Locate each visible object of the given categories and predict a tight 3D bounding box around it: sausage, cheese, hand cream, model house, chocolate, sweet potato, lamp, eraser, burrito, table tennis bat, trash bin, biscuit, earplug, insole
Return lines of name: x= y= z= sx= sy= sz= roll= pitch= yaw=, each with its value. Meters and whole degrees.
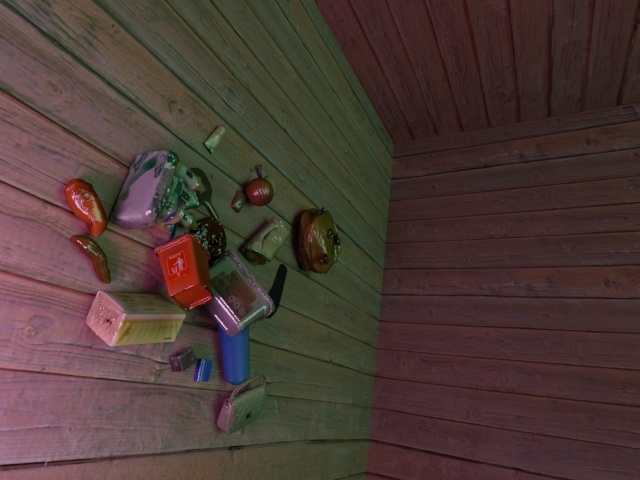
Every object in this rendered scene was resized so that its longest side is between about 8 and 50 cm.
sausage: x=-0.689 y=-0.098 z=1.201 sx=0.089 sy=0.089 sz=0.179 roll=-48 pitch=126 yaw=-53
cheese: x=-0.277 y=-0.293 z=2.022 sx=0.171 sy=0.047 sz=0.092 roll=59 pitch=37 yaw=-42
hand cream: x=-0.450 y=-0.442 z=1.735 sx=0.061 sy=0.039 sz=0.143 roll=59 pitch=44 yaw=-44
model house: x=-0.513 y=-0.123 z=1.430 sx=0.325 sy=0.194 sz=0.267 roll=47 pitch=47 yaw=-54
chocolate: x=-0.371 y=-0.179 z=1.854 sx=0.064 sy=0.031 sz=0.101 roll=52 pitch=45 yaw=-40
sweet potato: x=-0.682 y=0.055 z=1.232 sx=0.054 sy=0.053 sz=0.182 roll=-60 pitch=137 yaw=-53
lamp: x=-0.288 y=-0.228 z=1.907 sx=0.136 sy=0.136 sz=0.136 roll=11 pitch=77 yaw=-61
eraser: x=-0.466 y=0.516 z=1.606 sx=0.063 sy=0.027 sz=0.085 roll=37 pitch=55 yaw=-56
burrito: x=-0.264 y=0.011 z=1.958 sx=0.143 sy=0.105 sz=0.299 roll=61 pitch=37 yaw=-23
table tennis bat: x=-0.483 y=-0.187 z=1.664 sx=0.131 sy=0.022 sz=0.234 roll=-59 pitch=134 yaw=-48
trash bin: x=-0.464 y=0.117 z=1.422 sx=0.184 sy=0.161 sz=0.239 roll=68 pitch=-3 yaw=-54
biscuit: x=-0.457 y=-0.004 z=1.659 sx=0.192 sy=0.049 sz=0.192 roll=22 pitch=64 yaw=-57
earplug: x=-0.360 y=0.477 z=1.712 sx=0.132 sy=0.132 sz=0.273 roll=-14 pitch=103 yaw=-61
insole: x=-0.229 y=0.260 z=2.087 sx=0.110 sy=0.012 sz=0.310 roll=51 pitch=44 yaw=-46

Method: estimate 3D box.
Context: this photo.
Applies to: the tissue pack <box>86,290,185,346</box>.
tissue pack: x=-0.577 y=0.243 z=1.273 sx=0.234 sy=0.159 sz=0.125 roll=19 pitch=94 yaw=-60

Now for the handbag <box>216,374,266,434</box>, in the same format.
handbag: x=-0.320 y=0.691 z=1.735 sx=0.256 sy=0.079 sz=0.219 roll=4 pitch=106 yaw=-61

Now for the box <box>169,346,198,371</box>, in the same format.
box: x=-0.511 y=0.441 z=1.504 sx=0.084 sy=0.060 sz=0.063 roll=-27 pitch=103 yaw=-59

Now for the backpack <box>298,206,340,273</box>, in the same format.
backpack: x=-0.006 y=0.001 z=2.333 sx=0.353 sy=0.201 sz=0.378 roll=-54 pitch=136 yaw=-55

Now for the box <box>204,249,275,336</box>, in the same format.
box: x=-0.356 y=0.222 z=1.601 sx=0.312 sy=0.175 sz=0.182 roll=50 pitch=46 yaw=2
